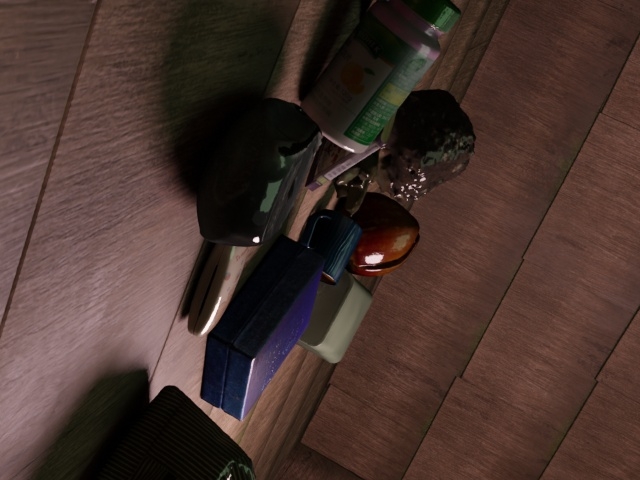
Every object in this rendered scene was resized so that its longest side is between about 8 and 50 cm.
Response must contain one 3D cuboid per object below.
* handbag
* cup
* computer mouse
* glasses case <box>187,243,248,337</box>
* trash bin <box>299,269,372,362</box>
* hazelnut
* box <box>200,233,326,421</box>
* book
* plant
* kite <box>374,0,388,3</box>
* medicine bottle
[{"bbox_3d":[-0.247,0.424,1.496,0.240,0.247,0.341,-43,164,-31],"label":"handbag"},{"bbox_3d":[0.018,0.009,2.061,0.138,0.113,0.150,-62,172,-13],"label":"cup"},{"bbox_3d":[-0.086,-0.092,1.243,0.374,0.114,0.203,-52,165,-81],"label":"computer mouse"},{"bbox_3d":[-0.159,0.063,1.460,0.081,0.051,0.204,-43,159,-60],"label":"glasses case"},{"bbox_3d":[0.014,0.176,2.371,0.223,0.158,0.343,-61,170,-7],"label":"trash bin"},{"bbox_3d":[0.129,-0.023,2.280,0.218,0.218,0.234,-61,-159,-7],"label":"hazelnut"},{"bbox_3d":[-0.114,0.176,1.847,0.279,0.116,0.261,-53,168,-35],"label":"box"},{"bbox_3d":[0.059,-0.190,1.624,0.231,0.026,0.158,-29,-145,52],"label":"book"},{"bbox_3d":[0.158,-0.193,2.011,0.312,0.213,0.215,-20,154,-16],"label":"plant"},{"bbox_3d":[0.178,-0.453,1.534,0.314,0.011,0.335,-36,-178,30],"label":"kite"},{"bbox_3d":[0.096,-0.278,1.457,0.274,0.133,0.133,-51,174,18],"label":"medicine bottle"}]
